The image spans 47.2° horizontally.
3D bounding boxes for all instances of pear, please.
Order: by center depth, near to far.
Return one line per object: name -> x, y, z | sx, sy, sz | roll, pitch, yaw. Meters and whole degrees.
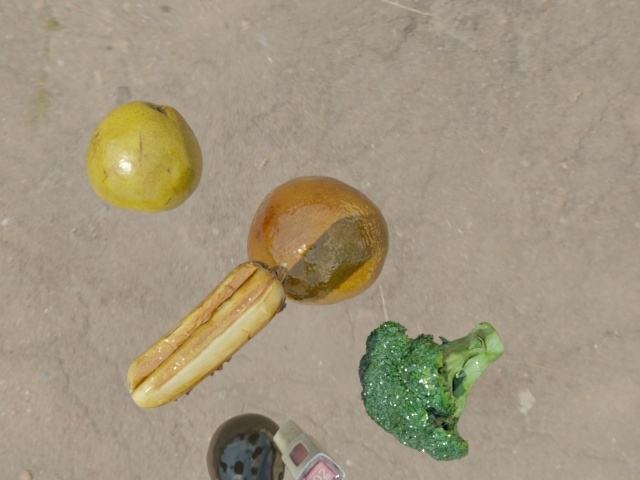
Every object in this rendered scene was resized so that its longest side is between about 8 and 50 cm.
pear -> -0.318, -0.153, 1.335 | 0.209, 0.209, 0.209 | -2, 106, -7

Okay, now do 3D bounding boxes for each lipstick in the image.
lipstick -> -0.030, 0.420, 1.426 | 0.077, 0.253, 0.079 | 44, 82, -12

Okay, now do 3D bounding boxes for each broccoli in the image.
broccoli -> 0.192, 0.232, 1.277 | 0.269, 0.269, 0.254 | -19, 119, -1

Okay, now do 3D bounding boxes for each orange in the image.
orange -> 0.000, 0.000, 1.358 | 0.264, 0.264, 0.264 | -2, 106, -7

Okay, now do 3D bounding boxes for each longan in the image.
longan -> -0.174, 0.517, 1.727 | 0.196, 0.196, 0.220 | -1, 89, -7

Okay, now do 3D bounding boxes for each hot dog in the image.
hot dog -> -0.127, 0.116, 0.901 | 0.249, 0.102, 0.076 | -43, 118, -8
